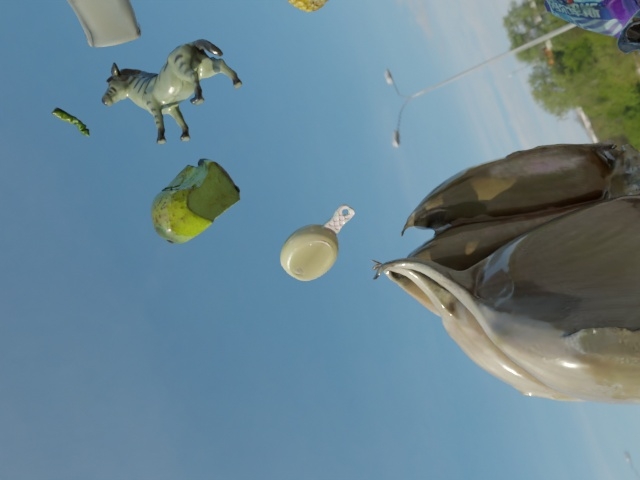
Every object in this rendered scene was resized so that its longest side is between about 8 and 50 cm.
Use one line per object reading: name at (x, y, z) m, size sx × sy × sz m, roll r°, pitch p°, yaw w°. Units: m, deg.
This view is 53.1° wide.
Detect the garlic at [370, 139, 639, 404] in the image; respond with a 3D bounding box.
garlic at (0.196, 0.019, 0.507) m, size 0.237 × 0.292 × 0.210 m, roll 58°, pitch 165°, yaw 16°

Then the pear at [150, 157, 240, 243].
pear at (-0.396, -0.095, 1.824) m, size 0.164 × 0.238 × 0.255 m, roll 57°, pitch -134°, yaw -17°

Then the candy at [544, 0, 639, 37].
candy at (0.543, -0.486, 1.312) m, size 0.275 × 0.070 × 0.145 m, roll 39°, pitch -178°, yaw 43°

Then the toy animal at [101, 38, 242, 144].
toy animal at (-0.241, -0.249, 1.013) m, size 0.073 × 0.217 × 0.176 m, roll 0°, pitch -123°, yaw -61°

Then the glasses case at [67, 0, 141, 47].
glasses case at (-0.473, -0.513, 1.354) m, size 0.083 × 0.128 × 0.308 m, roll 61°, pitch 171°, yaw 7°

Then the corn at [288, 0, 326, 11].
corn at (-0.090, -0.509, 1.068) m, size 0.305 × 0.106 × 0.106 m, roll 50°, pitch -153°, yaw 11°

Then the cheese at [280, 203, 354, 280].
cheese at (0.000, 0.000, 1.561) m, size 0.137 × 0.227 × 0.064 m, roll 29°, pitch -157°, yaw -31°

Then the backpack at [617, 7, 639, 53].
backpack at (0.468, -0.286, 0.628) m, size 0.201 × 0.353 × 0.378 m, roll 30°, pitch -179°, yaw 21°

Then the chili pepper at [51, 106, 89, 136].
chili pepper at (-0.480, -0.230, 1.242) m, size 0.083 × 0.022 × 0.027 m, roll 34°, pitch -173°, yaw -10°
